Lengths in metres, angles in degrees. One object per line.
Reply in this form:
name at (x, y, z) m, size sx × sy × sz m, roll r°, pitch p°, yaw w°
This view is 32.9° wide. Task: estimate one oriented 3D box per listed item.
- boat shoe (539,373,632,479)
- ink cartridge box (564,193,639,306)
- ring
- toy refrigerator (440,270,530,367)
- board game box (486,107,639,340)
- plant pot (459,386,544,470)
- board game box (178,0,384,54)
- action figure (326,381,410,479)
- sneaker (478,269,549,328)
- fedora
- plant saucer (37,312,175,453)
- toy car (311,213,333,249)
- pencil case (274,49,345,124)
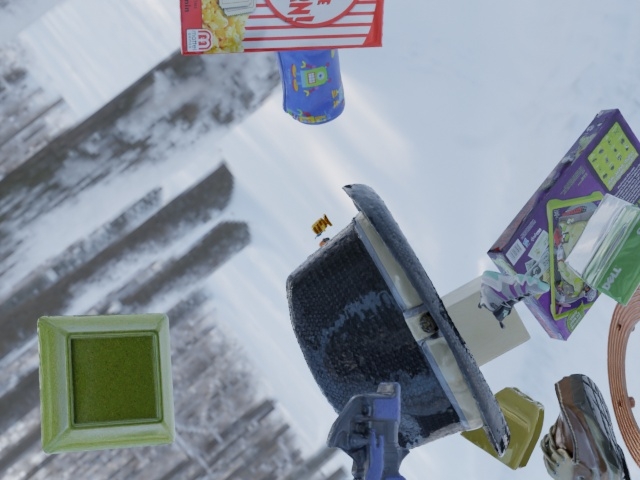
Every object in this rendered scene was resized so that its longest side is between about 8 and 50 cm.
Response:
boat shoe at (0.401, 0.333, 1.669) m, size 0.122 × 0.120 × 0.324 m, roll -89°, pitch -23°, yaw -47°
ink cartridge box at (0.363, 0.011, 1.312) m, size 0.062 × 0.109 × 0.209 m, roll 30°, pitch -172°, yaw 0°
ring at (0.555, 0.236, 1.774) m, size 0.336 × 0.032 × 0.337 m, roll 175°, pitch 90°, yaw -79°
toy refrigerator at (0.163, 0.157, 1.609) m, size 0.102 × 0.269 × 0.094 m, roll 60°, pitch -177°, yaw -7°
board game box at (0.439, -0.029, 1.806) m, size 0.208 × 0.347 × 0.056 m, roll 49°, pitch 159°, yaw -19°
plant pot at (0.239, 0.231, 1.372) m, size 0.081 × 0.083 × 0.081 m, roll 31°, pitch -175°, yaw 22°
board game box at (-0.037, -0.251, 1.005) m, size 0.045 × 0.193 × 0.147 m, roll -109°, pitch 17°, yaw -59°
action figure at (-0.031, 0.267, 0.788) m, size 0.330 × 0.341 × 0.178 m, roll 11°, pitch 169°, yaw -13°
sneaker at (0.237, 0.076, 1.340) m, size 0.038 × 0.069 × 0.098 m, roll 18°, pitch 172°, yaw -39°
fedora at (0.065, 0.110, 1.168) m, size 0.334 × 0.152 × 0.334 m, roll 61°, pitch -178°, yaw -3°
plant saucer at (-0.289, 0.193, 1.497) m, size 0.045 × 0.188 × 0.188 m, roll 156°, pitch 112°, yaw -63°
toy car at (0.000, 0.000, 1.633) m, size 0.060 × 0.040 × 0.122 m, roll 40°, pitch 166°, yaw 42°
pencil case at (-0.033, -0.357, 1.988) m, size 0.119 × 0.133 × 0.306 m, roll -123°, pitch 16°, yaw -46°
